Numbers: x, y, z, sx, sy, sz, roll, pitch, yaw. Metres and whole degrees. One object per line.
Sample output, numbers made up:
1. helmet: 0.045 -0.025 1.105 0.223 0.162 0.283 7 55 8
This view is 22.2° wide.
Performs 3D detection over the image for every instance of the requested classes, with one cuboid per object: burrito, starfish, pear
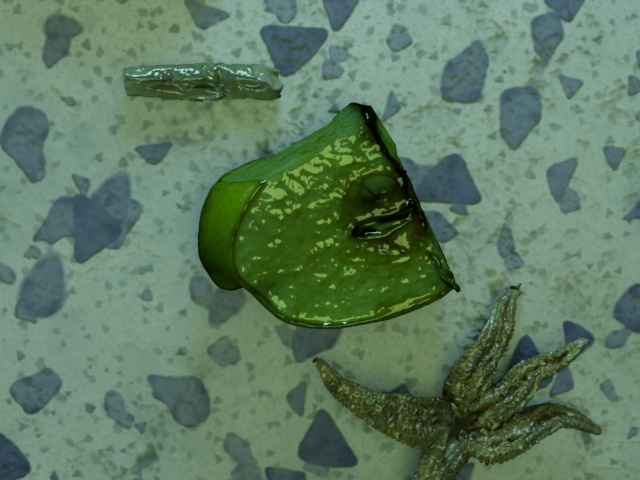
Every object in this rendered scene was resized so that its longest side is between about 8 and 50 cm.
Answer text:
1. burrito: -0.135 -0.183 1.883 0.185 0.041 0.045 -2 87 -8
2. starfish: 0.181 0.184 1.930 0.293 0.084 0.301 -33 101 -6
3. pear: 0.000 0.000 1.859 0.255 0.164 0.238 -29 108 3
